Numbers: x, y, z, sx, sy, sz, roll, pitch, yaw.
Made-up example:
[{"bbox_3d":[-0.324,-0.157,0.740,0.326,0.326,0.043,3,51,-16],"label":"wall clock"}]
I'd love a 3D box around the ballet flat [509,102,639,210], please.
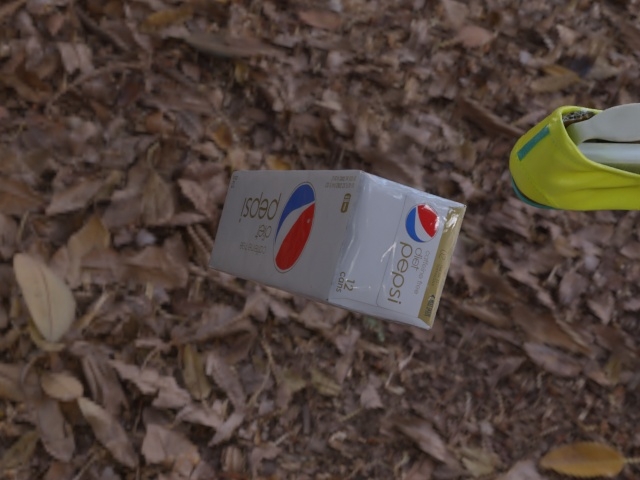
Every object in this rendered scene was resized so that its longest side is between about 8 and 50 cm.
[{"bbox_3d":[0.236,-0.056,0.673,0.230,0.077,0.077,-1,54,-15],"label":"ballet flat"}]

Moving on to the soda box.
[{"bbox_3d":[0.000,0.000,0.639,0.069,0.074,0.216,17,-3,-22],"label":"soda box"}]
